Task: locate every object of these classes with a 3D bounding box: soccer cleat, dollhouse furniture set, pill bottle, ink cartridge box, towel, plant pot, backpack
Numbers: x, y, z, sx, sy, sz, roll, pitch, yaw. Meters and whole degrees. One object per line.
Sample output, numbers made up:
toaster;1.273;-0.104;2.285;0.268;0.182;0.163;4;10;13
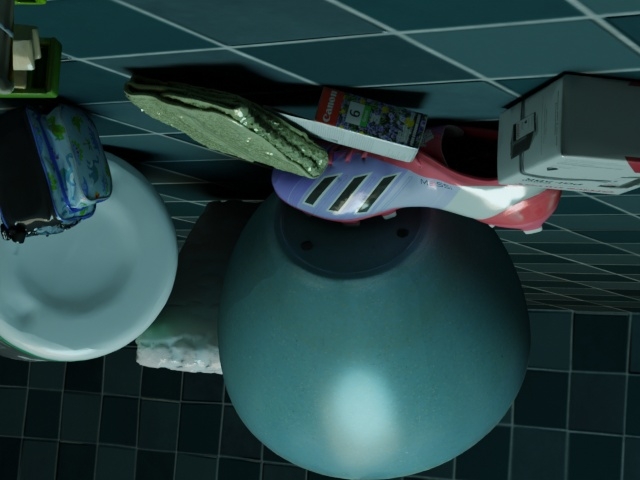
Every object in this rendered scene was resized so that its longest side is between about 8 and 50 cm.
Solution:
soccer cleat;0.071;-0.061;1.169;0.248;0.083;0.095;7;145;24
dollhouse furniture set;-0.184;-0.112;0.779;0.058;0.076;0.152;3;175;5
pill bottle;-0.283;0.023;1.508;0.204;0.204;0.361;6;174;-18
ink cartridge box;0.188;-0.070;1.013;0.099;0.056;0.135;4;173;-10
ink cartridge box;0.017;-0.088;1.063;0.115;0.029;0.063;16;174;0
towel;0.006;0.051;1.523;0.331;0.053;0.317;2;-152;8
plant pot;0.039;0.036;1.296;0.290;0.290;0.195;3;144;11
towel;-0.067;-0.082;1.067;0.110;0.027;0.148;15;174;30
backpack;-0.217;-0.058;1.188;0.084;0.105;0.114;-17;-179;6
